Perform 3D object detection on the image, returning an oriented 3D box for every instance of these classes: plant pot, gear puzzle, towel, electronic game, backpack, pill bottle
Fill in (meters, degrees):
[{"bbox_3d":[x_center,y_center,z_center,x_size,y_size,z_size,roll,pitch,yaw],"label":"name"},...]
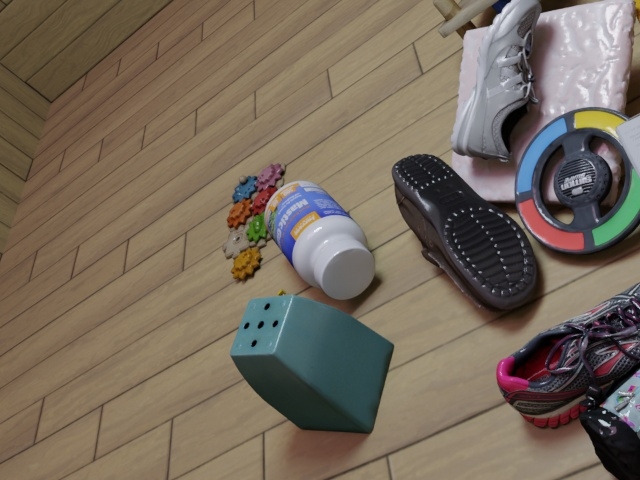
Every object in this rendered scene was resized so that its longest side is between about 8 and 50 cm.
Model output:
[{"bbox_3d":[-0.024,0.195,1.232,0.165,0.234,0.166,-9,52,40],"label":"plant pot"},{"bbox_3d":[-0.175,-0.045,1.765,0.175,0.044,0.339,-23,43,30],"label":"gear puzzle"},{"bbox_3d":[0.370,-0.222,1.264,0.316,0.053,0.332,3,85,47],"label":"towel"},{"bbox_3d":[0.400,-0.091,1.132,0.229,0.048,0.229,-11,74,45],"label":"electronic game"},{"bbox_3d":[0.411,0.204,0.871,0.182,0.152,0.115,-36,42,-3],"label":"backpack"},{"bbox_3d":[0.000,0.000,1.454,0.152,0.152,0.272,-46,35,4],"label":"pill bottle"}]

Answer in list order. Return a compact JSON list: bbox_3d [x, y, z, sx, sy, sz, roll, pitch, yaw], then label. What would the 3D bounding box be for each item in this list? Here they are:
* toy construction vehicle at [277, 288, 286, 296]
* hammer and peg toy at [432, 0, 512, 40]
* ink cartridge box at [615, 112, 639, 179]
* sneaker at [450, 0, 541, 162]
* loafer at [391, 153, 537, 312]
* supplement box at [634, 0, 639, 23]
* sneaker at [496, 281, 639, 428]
[{"bbox_3d":[-0.089,0.156,1.511,0.086,0.035,0.098,-52,32,15],"label":"toy construction vehicle"},{"bbox_3d":[0.399,-0.549,1.448,0.361,0.127,0.266,-24,24,54],"label":"hammer and peg toy"},{"bbox_3d":[0.454,0.046,0.817,0.072,0.303,0.307,-30,41,24],"label":"ink cartridge box"},{"bbox_3d":[0.321,-0.263,1.234,0.115,0.105,0.281,26,108,31],"label":"sneaker"},{"bbox_3d":[0.241,-0.004,1.261,0.133,0.130,0.366,-16,46,-12],"label":"loafer"},{"bbox_3d":[0.616,-0.379,1.180,0.194,0.129,0.191,-28,41,27],"label":"supplement box"},{"bbox_3d":[0.374,0.138,0.978,0.299,0.112,0.121,-39,37,12],"label":"sneaker"}]
